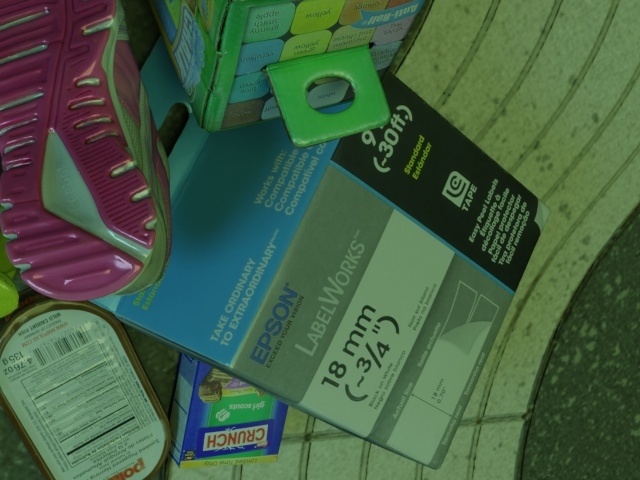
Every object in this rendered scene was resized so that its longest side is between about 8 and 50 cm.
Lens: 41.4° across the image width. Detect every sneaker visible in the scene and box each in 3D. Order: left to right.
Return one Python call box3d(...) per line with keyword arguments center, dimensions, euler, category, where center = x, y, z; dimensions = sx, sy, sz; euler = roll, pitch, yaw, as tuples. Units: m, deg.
box3d(center=(-0.154, -0.071, 0.526), dimensions=(0.103, 0.111, 0.252), euler=(-12, 72, -2), category="sneaker")

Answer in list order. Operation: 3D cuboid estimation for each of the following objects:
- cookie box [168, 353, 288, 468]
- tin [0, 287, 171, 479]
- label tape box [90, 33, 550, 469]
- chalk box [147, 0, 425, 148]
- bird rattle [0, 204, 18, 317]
box3d(center=(-0.073, 0.131, 0.706), dimensions=(0.091, 0.040, 0.107), euler=(4, 106, -31), category="cookie box")
box3d(center=(-0.183, 0.122, 0.649), dimensions=(0.106, 0.040, 0.190), euler=(-26, 118, -13), category="tin")
box3d(center=(0.000, 0.000, 0.636), dimensions=(0.333, 0.106, 0.241), euler=(33, 77, -33), category="label tape box")
box3d(center=(-0.024, -0.159, 0.515), dimensions=(0.132, 0.132, 0.213), euler=(-17, 70, -22), category="chalk box")
box3d(center=(-0.305, -0.016, 0.513), dimensions=(0.253, 0.143, 0.207), euler=(-2, 97, -14), category="bird rattle")
